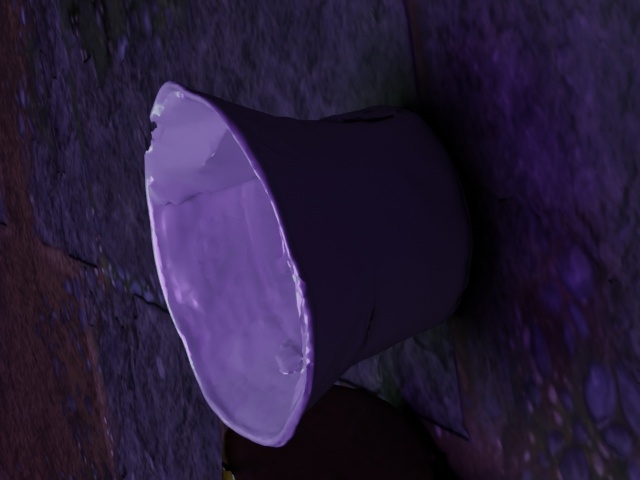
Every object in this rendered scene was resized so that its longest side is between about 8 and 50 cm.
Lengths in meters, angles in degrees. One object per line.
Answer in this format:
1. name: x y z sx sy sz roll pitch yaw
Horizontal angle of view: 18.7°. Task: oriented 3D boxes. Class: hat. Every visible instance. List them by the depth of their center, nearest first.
1. hat: 0.000 0.000 0.995 0.203 0.126 0.203 167 90 -68

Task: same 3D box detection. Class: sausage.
1. sausage: 0.005 0.234 1.144 0.125 0.117 0.317 29 135 33
